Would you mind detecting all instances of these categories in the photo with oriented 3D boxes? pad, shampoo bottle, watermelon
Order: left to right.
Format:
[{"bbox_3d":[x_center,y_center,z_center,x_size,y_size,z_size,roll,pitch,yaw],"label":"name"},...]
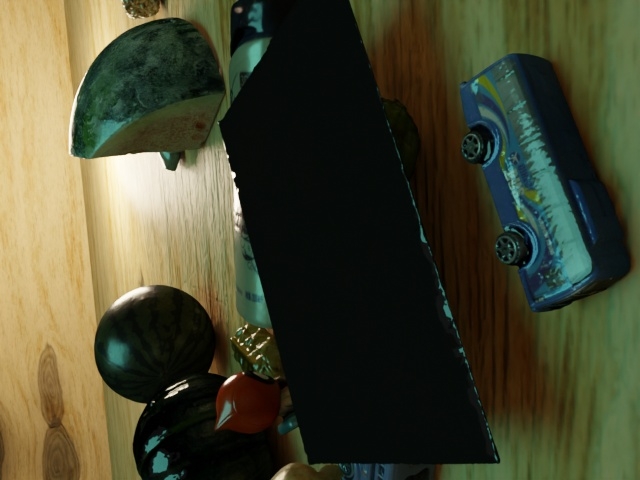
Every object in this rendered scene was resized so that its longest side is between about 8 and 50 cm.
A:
[{"bbox_3d":[-0.289,0.181,1.012,0.212,0.212,0.212,21,114,59],"label":"watermelon"},{"bbox_3d":[-0.253,-0.240,0.968,0.289,0.214,0.320,3,57,30],"label":"watermelon"},{"bbox_3d":[-0.066,-0.087,0.675,0.134,0.078,0.360,-156,63,-62],"label":"shampoo bottle"},{"bbox_3d":[0.000,0.000,0.479,0.247,0.007,0.368,-34,69,54],"label":"pad"}]

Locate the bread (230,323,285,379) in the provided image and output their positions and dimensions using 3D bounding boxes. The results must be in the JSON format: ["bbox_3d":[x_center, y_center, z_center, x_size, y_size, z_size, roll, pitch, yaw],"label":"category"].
[{"bbox_3d":[-0.078,0.158,0.772,0.110,0.060,0.066,27,90,56],"label":"bread"}]

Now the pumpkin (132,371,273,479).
[{"bbox_3d":[-0.173,0.320,0.829,0.250,0.216,0.250,54,163,24],"label":"pumpkin"}]

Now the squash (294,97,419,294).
[{"bbox_3d":[0.018,0.023,0.540,0.087,0.087,0.332,51,139,45],"label":"squash"}]

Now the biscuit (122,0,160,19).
[{"bbox_3d":[-0.362,-0.519,1.133,0.070,0.082,0.169,87,166,-70],"label":"biscuit"}]

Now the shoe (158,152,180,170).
[{"bbox_3d":[-0.330,-0.218,1.137,0.079,0.078,0.195,-58,43,49],"label":"shoe"}]

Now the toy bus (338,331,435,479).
[{"bbox_3d":[0.064,0.149,0.492,0.076,0.073,0.167,33,127,52],"label":"toy bus"}]

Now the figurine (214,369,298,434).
[{"bbox_3d":[-0.055,0.181,0.647,0.068,0.140,0.075,-44,56,53],"label":"figurine"}]

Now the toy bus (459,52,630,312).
[{"bbox_3d":[0.132,-0.037,0.349,0.061,0.051,0.153,-35,65,52],"label":"toy bus"}]

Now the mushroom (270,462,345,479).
[{"bbox_3d":[-0.002,0.296,0.601,0.148,0.112,0.148,12,128,16],"label":"mushroom"}]
